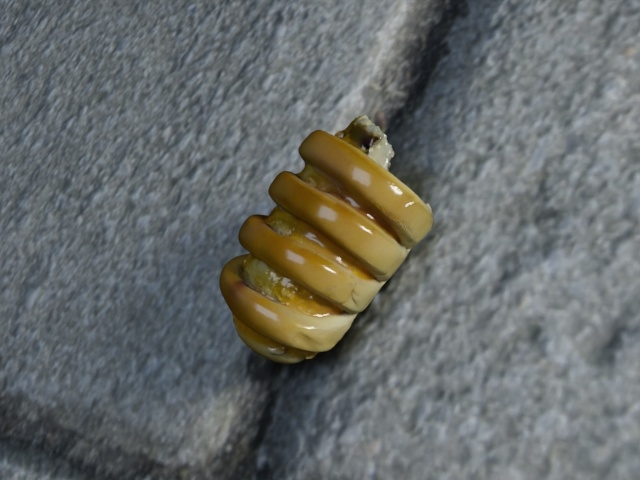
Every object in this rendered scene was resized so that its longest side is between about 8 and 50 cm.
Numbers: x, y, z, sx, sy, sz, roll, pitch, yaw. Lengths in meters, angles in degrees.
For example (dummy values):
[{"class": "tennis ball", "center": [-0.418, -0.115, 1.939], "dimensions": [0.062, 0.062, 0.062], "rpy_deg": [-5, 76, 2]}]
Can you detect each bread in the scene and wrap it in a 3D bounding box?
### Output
[{"class": "bread", "center": [0.000, 0.000, 0.862], "dimensions": [0.177, 0.084, 0.119], "rpy_deg": [-54, 39, 1]}]
